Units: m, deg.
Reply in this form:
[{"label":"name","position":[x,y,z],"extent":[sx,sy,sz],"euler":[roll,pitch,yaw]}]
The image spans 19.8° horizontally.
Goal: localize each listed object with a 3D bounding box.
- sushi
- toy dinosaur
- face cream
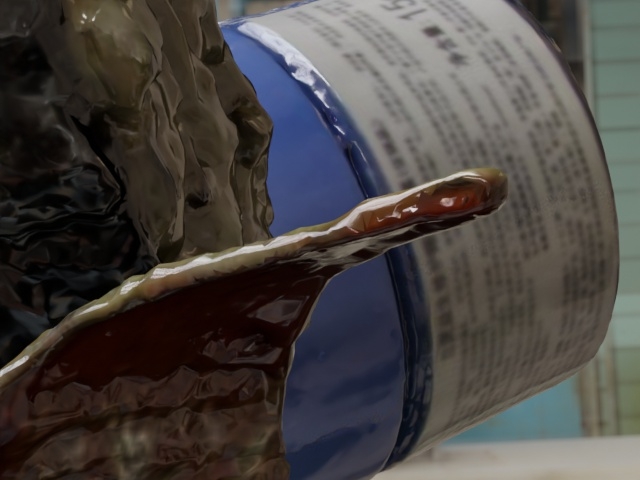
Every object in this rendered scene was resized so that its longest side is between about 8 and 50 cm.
[{"label":"sushi","position":[-0.123,-0.097,0.575],"extent":[0.211,0.171,0.350],"euler":[-67,-39,-63]},{"label":"toy dinosaur","position":[-0.018,0.136,0.401],"extent":[0.327,0.207,0.113],"euler":[-62,34,7]},{"label":"face cream","position":[0.000,0.000,0.944],"extent":[0.249,0.225,0.249],"euler":[41,141,45]}]
